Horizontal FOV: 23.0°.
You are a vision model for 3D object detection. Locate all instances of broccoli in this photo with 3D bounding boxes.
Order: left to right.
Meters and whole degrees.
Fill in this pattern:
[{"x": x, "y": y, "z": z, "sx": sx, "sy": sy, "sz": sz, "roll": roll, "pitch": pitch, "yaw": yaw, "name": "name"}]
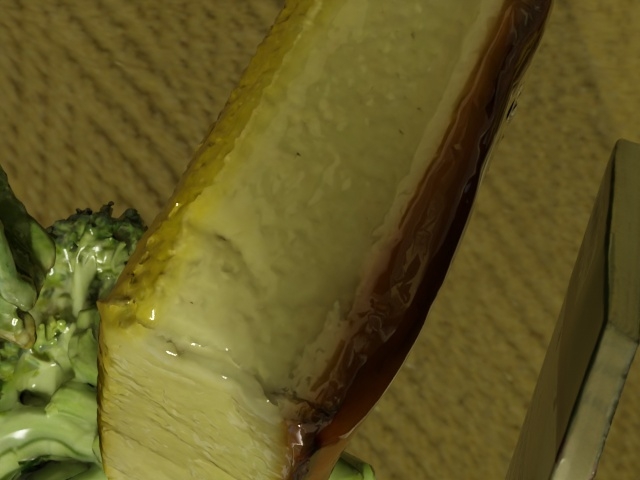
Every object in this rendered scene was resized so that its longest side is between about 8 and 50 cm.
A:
[{"x": -0.152, "y": 0.135, "z": 1.337, "sx": 0.397, "sy": 0.275, "sz": 0.353, "roll": -17, "pitch": 78, "yaw": 21, "name": "broccoli"}]

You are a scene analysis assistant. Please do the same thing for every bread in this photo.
[{"x": 0.000, "y": 0.000, "z": 0.905, "sx": 0.143, "sy": 0.323, "sz": 0.333, "roll": 27, "pitch": 69, "yaw": 3, "name": "bread"}]

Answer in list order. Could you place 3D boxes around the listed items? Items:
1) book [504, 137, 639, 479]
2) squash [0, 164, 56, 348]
[{"x": 0.127, "y": 0.109, "z": 0.860, "sx": 0.026, "sy": 0.201, "sz": 0.289, "roll": 14, "pitch": 122, "yaw": 3, "name": "book"}, {"x": -0.105, "y": -0.056, "z": 0.309, "sx": 0.094, "sy": 0.094, "sz": 0.224, "roll": -28, "pitch": 132, "yaw": -8, "name": "squash"}]
